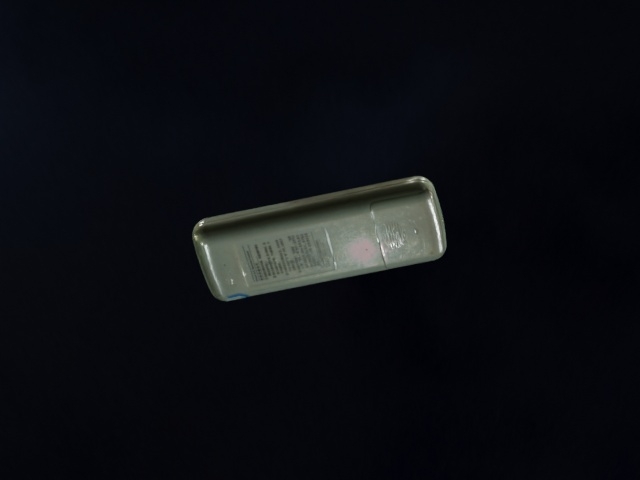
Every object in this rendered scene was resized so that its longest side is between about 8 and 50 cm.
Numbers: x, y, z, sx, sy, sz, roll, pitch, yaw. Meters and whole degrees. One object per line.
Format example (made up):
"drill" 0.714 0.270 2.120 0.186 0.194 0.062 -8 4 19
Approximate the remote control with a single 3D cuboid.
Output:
"remote control" 0.000 0.000 0.914 0.124 0.053 0.018 -12 -141 6
